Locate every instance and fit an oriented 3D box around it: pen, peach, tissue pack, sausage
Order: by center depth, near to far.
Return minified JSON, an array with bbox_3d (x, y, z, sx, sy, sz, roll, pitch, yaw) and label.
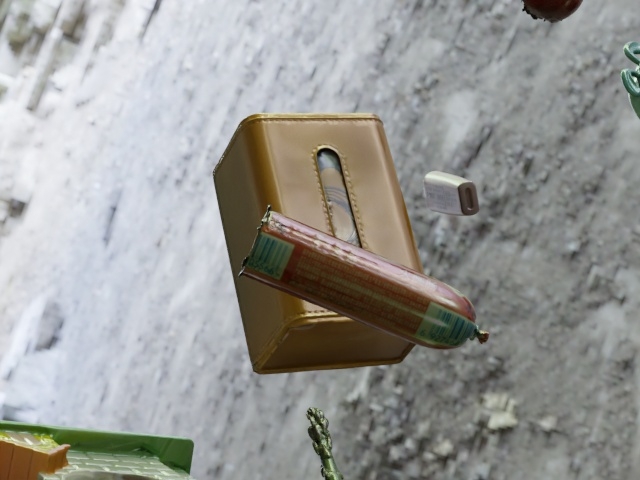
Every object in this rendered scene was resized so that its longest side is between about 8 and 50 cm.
[{"bbox_3d":[0.051,0.051,1.328,0.083,0.264,0.083,-157,90,-85],"label":"sausage"},{"bbox_3d":[0.000,0.000,1.528,0.145,0.194,0.274,121,140,-56],"label":"tissue pack"},{"bbox_3d":[0.288,-0.312,1.598,0.061,0.098,0.098,19,89,57],"label":"peach"},{"bbox_3d":[0.157,-0.059,1.628,0.197,0.032,0.053,-154,53,-80],"label":"pen"}]

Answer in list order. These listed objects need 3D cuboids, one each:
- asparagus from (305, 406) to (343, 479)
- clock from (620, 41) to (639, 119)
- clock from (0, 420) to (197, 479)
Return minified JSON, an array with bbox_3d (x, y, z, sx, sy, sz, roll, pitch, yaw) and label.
[{"bbox_3d":[0.019,0.229,1.126,0.025,0.024,0.248,-47,31,17],"label":"asparagus"},{"bbox_3d":[0.459,-0.180,1.669,0.060,0.189,0.148,-52,10,42],"label":"clock"},{"bbox_3d":[-0.173,0.245,1.164,0.255,0.220,0.106,10,90,61],"label":"clock"}]
